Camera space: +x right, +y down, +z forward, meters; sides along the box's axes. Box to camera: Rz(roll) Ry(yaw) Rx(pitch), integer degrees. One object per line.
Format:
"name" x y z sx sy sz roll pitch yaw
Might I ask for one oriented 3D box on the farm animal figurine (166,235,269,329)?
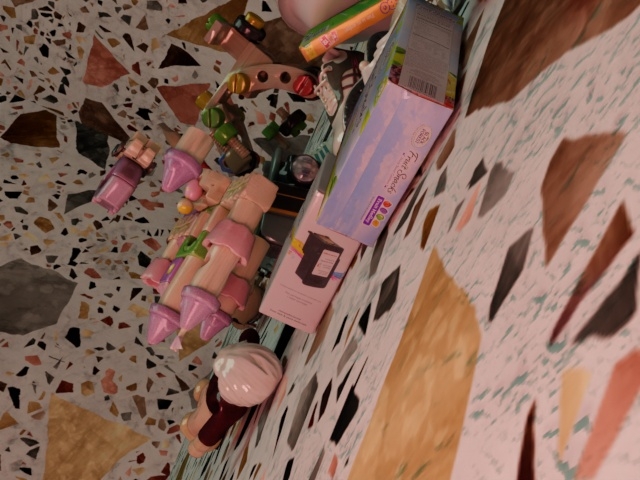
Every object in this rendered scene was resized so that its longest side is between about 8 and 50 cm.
"farm animal figurine" -0.219 0.119 1.748 0.327 0.330 0.172 15 77 55

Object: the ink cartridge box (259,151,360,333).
"ink cartridge box" 0.000 0.000 0.903 0.127 0.072 0.175 -77 11 -63

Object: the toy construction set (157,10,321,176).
"toy construction set" -0.160 -0.249 1.304 0.309 0.237 0.257 -44 0 -44

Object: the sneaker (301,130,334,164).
"sneaker" -0.005 -0.186 1.666 0.057 0.075 0.161 144 149 -79

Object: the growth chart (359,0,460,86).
"growth chart" 0.116 -0.260 0.936 0.237 0.021 0.172 -58 28 29

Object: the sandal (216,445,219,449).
"sandal" -0.168 0.306 1.428 0.067 0.040 0.179 -70 -10 -85

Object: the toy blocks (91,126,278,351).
"toy blocks" -0.197 0.030 1.083 0.289 0.309 0.260 -11 47 60

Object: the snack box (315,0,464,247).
"snack box" 0.072 -0.124 0.762 0.207 0.070 0.174 -75 10 -50

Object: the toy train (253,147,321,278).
"toy train" -0.065 -0.042 1.405 0.334 0.142 0.190 130 153 -72

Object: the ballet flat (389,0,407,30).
"ballet flat" 0.128 -0.305 1.136 0.168 0.057 0.052 115 148 -45

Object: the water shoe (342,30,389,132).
"water shoe" 0.085 -0.201 1.065 0.080 0.073 0.203 71 -148 -55

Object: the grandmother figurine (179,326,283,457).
"grandmother figurine" -0.131 0.222 1.128 0.342 0.104 0.207 132 151 -63

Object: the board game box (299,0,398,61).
"board game box" 0.089 -0.376 1.224 0.260 0.039 0.124 -28 21 19

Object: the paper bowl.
"paper bowl" 0.056 -0.460 1.339 0.284 0.284 0.148 123 134 -58

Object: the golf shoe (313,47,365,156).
"golf shoe" 0.038 -0.214 1.201 0.272 0.120 0.105 -75 12 -50
